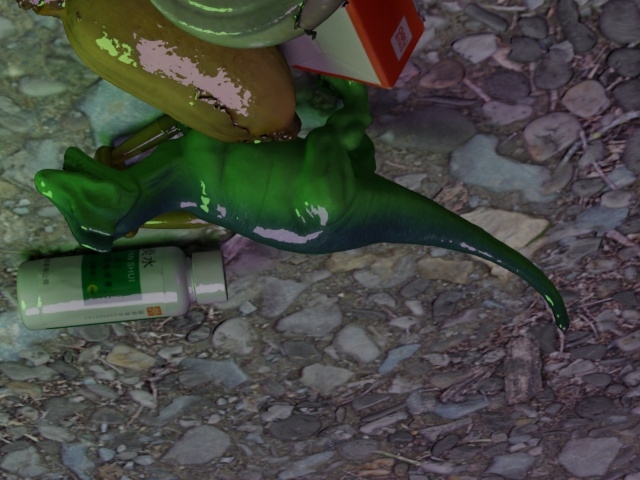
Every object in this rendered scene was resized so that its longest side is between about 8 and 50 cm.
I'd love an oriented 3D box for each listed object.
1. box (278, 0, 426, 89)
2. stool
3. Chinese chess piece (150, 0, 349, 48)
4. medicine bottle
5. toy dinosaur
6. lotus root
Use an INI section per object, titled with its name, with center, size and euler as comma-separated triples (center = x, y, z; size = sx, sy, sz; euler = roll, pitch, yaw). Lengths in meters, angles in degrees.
[box]
center = 0.010, -0.246, 1.309
size = 0.133, 0.099, 0.182
euler = 13, 154, 31
[stool]
center = -0.188, -0.069, 1.537
size = 0.111, 0.135, 0.134
euler = -16, -172, 7
[Chinese chess piece]
center = -0.062, -0.282, 1.173
size = 0.238, 0.237, 0.092
euler = -25, 179, 23
[medicine bottle]
center = -0.250, 0.059, 1.715
size = 0.260, 0.095, 0.095
euler = -4, 144, -2
[toy dinosaur]
center = 0.000, 0.000, 1.407
size = 0.374, 0.500, 0.144
euler = -40, 168, -35
[lotus root]
center = -0.143, -0.198, 1.321
size = 0.303, 0.130, 0.146
euler = 30, 162, -14
